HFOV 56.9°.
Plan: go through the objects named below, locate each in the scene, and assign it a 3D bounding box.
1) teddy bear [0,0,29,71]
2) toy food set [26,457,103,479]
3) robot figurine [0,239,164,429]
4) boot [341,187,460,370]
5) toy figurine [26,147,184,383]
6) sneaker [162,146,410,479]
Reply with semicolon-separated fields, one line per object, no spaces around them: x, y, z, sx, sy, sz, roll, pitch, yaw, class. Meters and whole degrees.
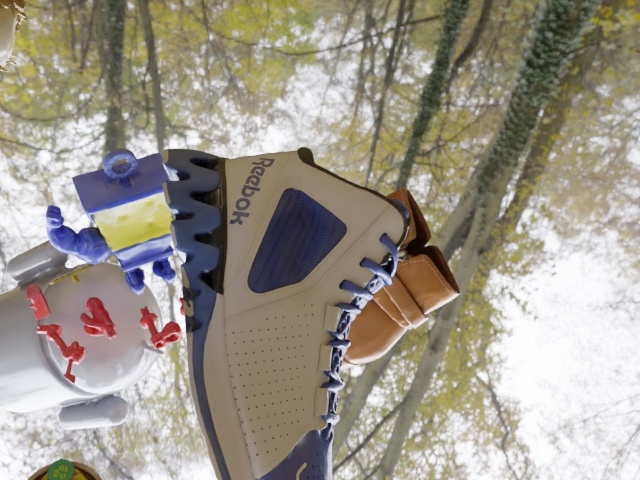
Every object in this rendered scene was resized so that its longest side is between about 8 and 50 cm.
-0.356;-0.289;0.477;0.113;0.338;0.245;-22;-169;12;teddy bear
-0.238;0.244;0.538;0.082;0.020;0.083;42;-108;-7;toy food set
-0.390;0.150;0.913;0.353;0.300;0.200;-18;-173;24;robot figurine
0.000;0.000;0.654;0.284;0.220;0.109;61;-156;13;boot
-0.190;-0.017;0.721;0.362;0.217;0.191;-20;-135;-19;toy figurine
-0.006;0.048;0.447;0.182;0.127;0.316;-14;-111;-4;sneaker
